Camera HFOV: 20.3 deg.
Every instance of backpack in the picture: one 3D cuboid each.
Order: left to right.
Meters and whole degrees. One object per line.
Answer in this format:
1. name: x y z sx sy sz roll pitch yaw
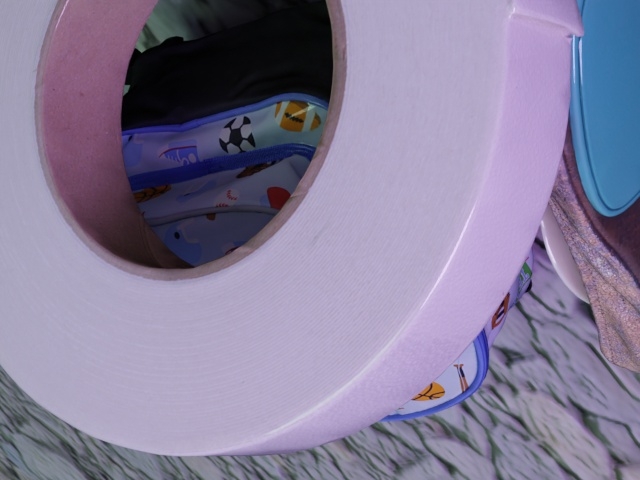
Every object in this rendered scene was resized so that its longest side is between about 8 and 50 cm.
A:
1. backpack: 0.000 0.000 1.117 0.276 0.213 0.263 -5 137 44

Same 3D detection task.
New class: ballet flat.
1. ballet flat: 0.154 -0.034 1.004 0.106 0.107 0.316 15 139 45

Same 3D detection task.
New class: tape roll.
1. tape roll: -0.051 -0.079 0.948 0.392 0.392 0.072 12 -179 36
